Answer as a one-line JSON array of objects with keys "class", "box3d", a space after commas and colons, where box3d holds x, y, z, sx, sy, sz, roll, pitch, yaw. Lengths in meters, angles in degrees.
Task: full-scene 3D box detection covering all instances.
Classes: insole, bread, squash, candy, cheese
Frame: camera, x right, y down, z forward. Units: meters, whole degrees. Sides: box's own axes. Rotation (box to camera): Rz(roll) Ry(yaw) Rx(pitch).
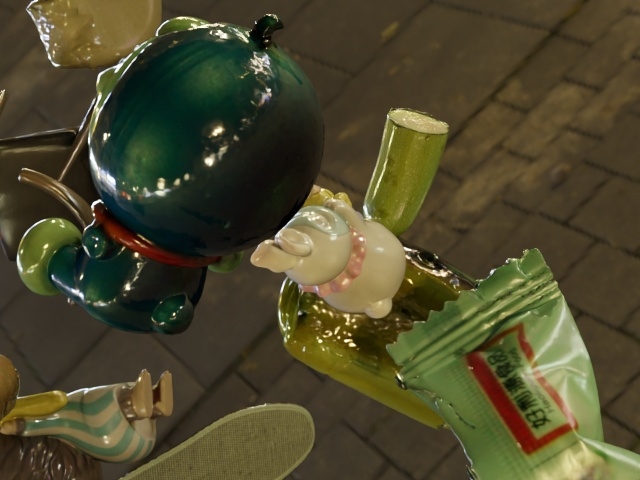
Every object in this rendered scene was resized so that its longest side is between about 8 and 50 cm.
[{"class": "insole", "box3d": [-0.093, 0.181, 1.057, 0.232, 0.080, 0.003, -20, 25, -35]}, {"class": "bread", "box3d": [0.120, 0.129, 2.186, 0.251, 0.377, 0.208, -63, 11, 1]}, {"class": "squash", "box3d": [0.115, -0.083, 1.931, 0.095, 0.095, 0.188, -125, 46, -59]}, {"class": "candy", "box3d": [0.275, 0.232, 1.816, 0.263, 0.172, 0.398, -28, 64, -3]}, {"class": "cheese", "box3d": [-0.280, -0.307, 1.648, 0.091, 0.202, 0.175, -11, 15, 47]}]

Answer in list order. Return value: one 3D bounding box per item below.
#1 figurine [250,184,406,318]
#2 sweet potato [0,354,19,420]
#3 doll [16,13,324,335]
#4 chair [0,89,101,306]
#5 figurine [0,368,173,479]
[{"class": "figurine", "box3d": [0.000, 0.000, 1.736, 0.127, 0.235, 0.155, -20, 59, 33]}, {"class": "sweet potato", "box3d": [-0.256, 0.084, 0.735, 0.098, 0.310, 0.124, 37, 82, 22]}, {"class": "doll", "box3d": [-0.112, -0.052, 1.163, 0.186, 0.198, 0.322, 43, 119, 30]}, {"class": "chair", "box3d": [-0.322, -0.061, 1.649, 0.166, 0.188, 0.272, -9, 33, 8]}, {"class": "figurine", "box3d": [-0.397, 0.420, 2.178, 0.361, 0.377, 0.266, -12, -5, 12]}]
